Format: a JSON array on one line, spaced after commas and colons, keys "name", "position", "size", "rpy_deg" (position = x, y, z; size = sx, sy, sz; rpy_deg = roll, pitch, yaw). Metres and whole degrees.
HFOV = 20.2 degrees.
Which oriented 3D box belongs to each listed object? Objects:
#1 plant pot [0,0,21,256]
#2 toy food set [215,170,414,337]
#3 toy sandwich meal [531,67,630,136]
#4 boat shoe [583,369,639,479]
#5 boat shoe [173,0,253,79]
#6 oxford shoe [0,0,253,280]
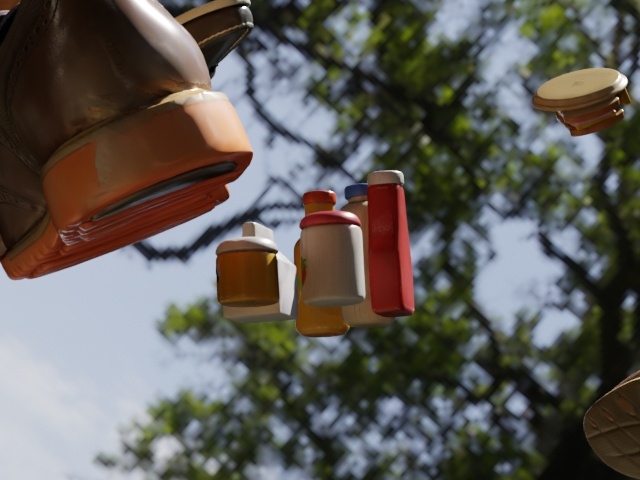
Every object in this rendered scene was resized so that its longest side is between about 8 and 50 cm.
[{"name": "plant pot", "position": [-0.294, -0.128, 1.321], "size": [0.291, 0.203, 0.291], "rpy_deg": [41, -12, 11]}, {"name": "toy food set", "position": [0.000, 0.000, 1.201], "size": [0.111, 0.105, 0.232], "rpy_deg": [-6, -10, 18]}, {"name": "toy sandwich meal", "position": [0.208, -0.110, 1.425], "size": [0.085, 0.085, 0.029], "rpy_deg": [14, -54, 53]}, {"name": "boat shoe", "position": [0.213, 0.075, 0.933], "size": [0.064, 0.060, 0.178], "rpy_deg": [54, -45, -2]}, {"name": "boat shoe", "position": [-0.138, -0.143, 1.614], "size": [0.227, 0.081, 0.069], "rpy_deg": [-30, -103, 35]}, {"name": "oxford shoe", "position": [-0.123, -0.064, 0.971], "size": [0.133, 0.130, 0.363], "rpy_deg": [67, -18, 2]}]
